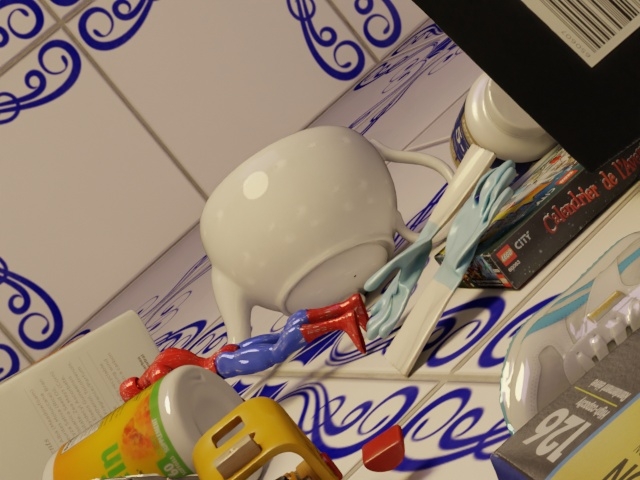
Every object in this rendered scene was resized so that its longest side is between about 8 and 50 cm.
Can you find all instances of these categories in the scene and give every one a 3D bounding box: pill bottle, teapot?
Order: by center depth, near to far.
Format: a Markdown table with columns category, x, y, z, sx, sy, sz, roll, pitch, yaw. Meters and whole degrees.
| category | x | y | z | sx | sy | sz | roll | pitch | yaw |
| --- | --- | --- | --- | --- | --- | --- | --- | --- | --- |
| pill bottle | -0.188 | 0.239 | 1.645 | 0.246 | 0.136 | 0.136 | -35 | 11 | 24 |
| pill bottle | 0.204 | -0.127 | 1.770 | 0.112 | 0.112 | 0.186 | -42 | -9 | -14 |
| teapot | 0.000 | 0.000 | 1.924 | 0.252 | 0.187 | 0.256 | -12 | -29 | -42 |

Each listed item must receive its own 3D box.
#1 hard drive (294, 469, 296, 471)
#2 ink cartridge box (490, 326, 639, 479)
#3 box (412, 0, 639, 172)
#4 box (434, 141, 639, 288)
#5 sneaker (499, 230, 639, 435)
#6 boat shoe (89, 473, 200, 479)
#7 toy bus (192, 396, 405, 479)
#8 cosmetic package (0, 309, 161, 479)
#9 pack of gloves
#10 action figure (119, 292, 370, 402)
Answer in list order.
| category | x | y | z | sx | sy | sz | roll | pitch | yaw |
| --- | --- | --- | --- | --- | --- | --- | --- | --- | --- |
| hard drive | -0.022 | 0.233 | 1.406 | 0.094 | 0.022 | 0.135 | -40 | 10 | -5 |
| ink cartridge box | 0.203 | 0.126 | 0.943 | 0.307 | 0.072 | 0.303 | -38 | 10 | -5 |
| box | 0.360 | -0.367 | 1.401 | 0.472 | 0.297 | 0.480 | -47 | 0 | -20 |
| box | 0.232 | -0.043 | 1.636 | 0.233 | 0.044 | 0.159 | -42 | 10 | -12 |
| sneaker | 0.207 | 0.064 | 1.145 | 0.228 | 0.087 | 0.092 | -48 | 15 | -30 |
| boat shoe | -0.159 | 0.249 | 1.510 | 0.206 | 0.075 | 0.065 | -3 | -10 | 29 |
| toy bus | -0.038 | 0.196 | 1.285 | 0.202 | 0.104 | 0.191 | -23 | 24 | 40 |
| cosmetic package | -0.391 | 0.268 | 1.930 | 0.453 | 0.161 | 0.230 | -32 | 2 | -43 |
| pack of gloves | 0.105 | 0.006 | 1.639 | 0.232 | 0.046 | 0.195 | -60 | 12 | 2 |
| action figure | -0.076 | 0.160 | 1.779 | 0.280 | 0.139 | 0.091 | -14 | 13 | 12 |
